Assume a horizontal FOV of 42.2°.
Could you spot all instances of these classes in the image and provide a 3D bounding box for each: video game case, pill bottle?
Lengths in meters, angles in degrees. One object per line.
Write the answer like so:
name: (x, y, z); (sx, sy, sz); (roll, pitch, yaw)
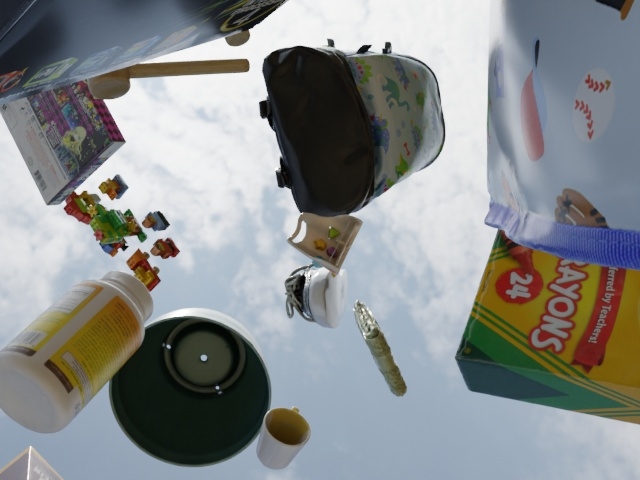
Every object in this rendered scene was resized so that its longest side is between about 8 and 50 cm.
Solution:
video game case: (-0.482, -0.216, 1.527); (0.042, 0.210, 0.232); (-10, -114, -60)
pill bottle: (-0.300, 0.128, 1.030); (0.117, 0.117, 0.215); (51, -141, -11)

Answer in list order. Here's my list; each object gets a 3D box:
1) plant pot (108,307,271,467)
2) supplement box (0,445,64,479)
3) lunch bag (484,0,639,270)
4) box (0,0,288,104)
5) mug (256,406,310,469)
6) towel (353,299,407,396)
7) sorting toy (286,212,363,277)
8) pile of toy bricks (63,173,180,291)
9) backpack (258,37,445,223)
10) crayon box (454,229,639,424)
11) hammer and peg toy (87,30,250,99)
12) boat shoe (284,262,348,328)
plant pot: (-0.232, 0.252, 1.581); (0.293, 0.293, 0.196); (53, -171, -10)
supplement box: (-0.470, 0.446, 1.243); (0.191, 0.194, 0.129); (-39, -74, -10)
lunch bag: (0.204, -0.144, 0.384); (0.385, 0.239, 0.327); (-16, -72, -81)
box: (-0.066, -0.231, 0.562); (0.097, 0.318, 0.395); (58, -144, -3)
mug: (-0.047, 0.255, 1.056); (0.078, 0.064, 0.062); (-12, -134, -44)
towel: (0.080, 0.150, 1.156); (0.148, 0.027, 0.110); (-121, 5, -74)
sorting toy: (0.000, 0.000, 1.013); (0.075, 0.045, 0.083); (27, -126, 1)
pile of toy bricks: (-0.335, -0.019, 1.357); (0.212, 0.118, 0.105); (53, -154, 13)
backpack: (0.073, -0.202, 1.431); (0.355, 0.273, 0.290); (-31, -73, -76)
crayon box: (0.323, 0.082, 0.861); (0.202, 0.319, 0.081); (-65, -34, -30)
hammer and peg toy: (-0.184, -0.337, 1.084); (0.266, 0.361, 0.127); (-9, -111, -33)
boat shoe: (-0.013, 0.095, 1.524); (0.306, 0.105, 0.113); (-40, -50, -81)
